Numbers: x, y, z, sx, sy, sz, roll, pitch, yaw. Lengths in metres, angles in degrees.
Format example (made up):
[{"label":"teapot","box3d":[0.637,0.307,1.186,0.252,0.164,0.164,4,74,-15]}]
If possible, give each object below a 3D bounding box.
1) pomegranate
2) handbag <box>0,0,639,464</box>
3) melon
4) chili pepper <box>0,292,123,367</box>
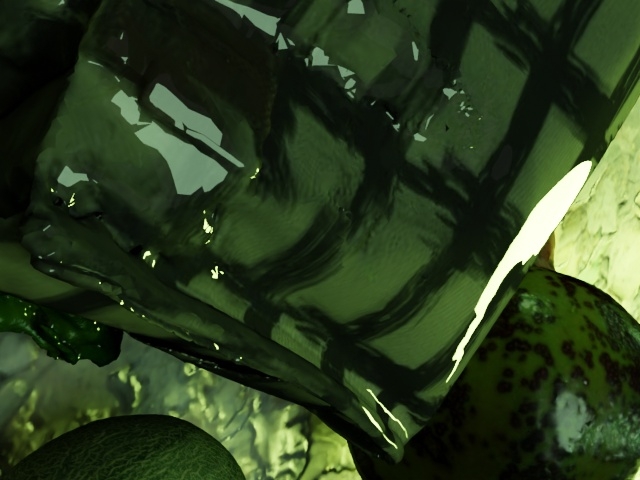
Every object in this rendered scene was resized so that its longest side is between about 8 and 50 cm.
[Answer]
[{"label":"pomegranate","box3d":[0.108,0.080,0.725,0.204,0.222,0.276,-18,82,-35]},{"label":"handbag","box3d":[0.021,-0.085,0.474,0.325,0.162,0.327,-58,148,-3]},{"label":"melon","box3d":[-0.114,0.169,0.535,0.192,0.139,0.139,-45,131,-36]},{"label":"chili pepper","box3d":[-0.198,0.032,0.462,0.279,0.065,0.122,-7,120,-43]}]
